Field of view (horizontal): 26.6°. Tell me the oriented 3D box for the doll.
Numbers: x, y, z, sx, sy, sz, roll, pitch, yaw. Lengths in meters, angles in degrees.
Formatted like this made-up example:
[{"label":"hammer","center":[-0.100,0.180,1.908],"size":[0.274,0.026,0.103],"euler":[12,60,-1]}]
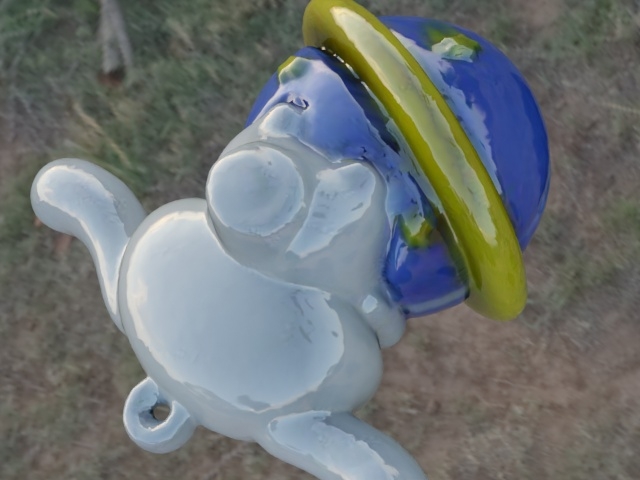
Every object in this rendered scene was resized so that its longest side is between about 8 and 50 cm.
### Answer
[{"label":"doll","center":[0.014,0.011,0.632],"size":[0.242,0.160,0.311],"euler":[-20,58,-15]}]
